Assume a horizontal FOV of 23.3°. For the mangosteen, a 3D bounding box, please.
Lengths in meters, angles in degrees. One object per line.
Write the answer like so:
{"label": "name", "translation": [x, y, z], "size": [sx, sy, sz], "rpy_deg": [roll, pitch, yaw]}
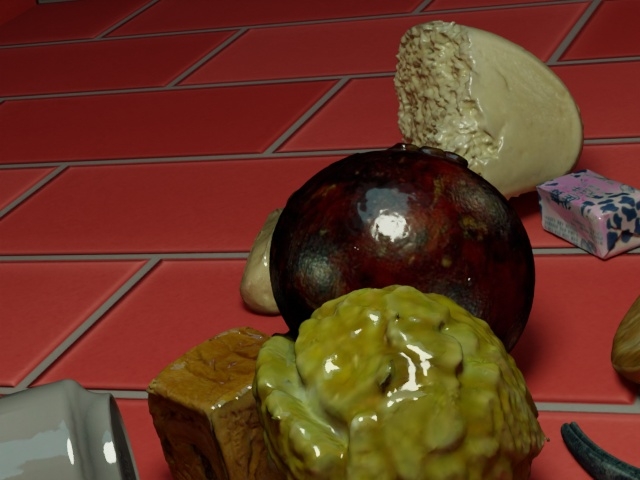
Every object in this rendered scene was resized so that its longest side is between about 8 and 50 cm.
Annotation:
{"label": "mangosteen", "translation": [0.083, 0.070, 1.750], "size": [0.306, 0.360, 0.306], "rpy_deg": [13, -2, 1]}

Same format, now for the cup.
{"label": "cup", "translation": [-0.325, 0.292, 1.412], "size": [0.326, 0.237, 0.323], "rpy_deg": [-13, 28, -3]}

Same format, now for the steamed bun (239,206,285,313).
{"label": "steamed bun", "translation": [-0.022, 0.012, 2.097], "size": [0.231, 0.110, 0.212], "rpy_deg": [-1, 25, 30]}

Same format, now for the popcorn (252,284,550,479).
{"label": "popcorn", "translation": [0.073, 0.179, 1.480], "size": [0.282, 0.247, 0.282], "rpy_deg": [-20, 28, 11]}

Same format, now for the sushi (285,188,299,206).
{"label": "sushi", "translation": [-0.015, -0.049, 2.315], "size": [0.055, 0.052, 0.120], "rpy_deg": [-19, 16, 24]}

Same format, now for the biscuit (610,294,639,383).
{"label": "biscuit", "translation": [0.405, 0.077, 1.698], "size": [0.204, 0.040, 0.309], "rpy_deg": [-41, 6, 16]}

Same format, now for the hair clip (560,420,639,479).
{"label": "hair clip", "translation": [0.308, 0.227, 1.500], "size": [0.083, 0.048, 0.275], "rpy_deg": [-26, 25, -23]}

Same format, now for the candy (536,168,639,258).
{"label": "candy", "translation": [0.367, -0.039, 2.068], "size": [0.092, 0.073, 0.160], "rpy_deg": [-18, 23, -19]}

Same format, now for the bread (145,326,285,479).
{"label": "bread", "translation": [-0.083, 0.192, 1.636], "size": [0.143, 0.158, 0.149], "rpy_deg": [-25, 30, -32]}

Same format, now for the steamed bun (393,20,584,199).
{"label": "steamed bun", "translation": [0.223, -0.190, 2.215], "size": [0.273, 0.272, 0.290], "rpy_deg": [-15, 14, -15]}
